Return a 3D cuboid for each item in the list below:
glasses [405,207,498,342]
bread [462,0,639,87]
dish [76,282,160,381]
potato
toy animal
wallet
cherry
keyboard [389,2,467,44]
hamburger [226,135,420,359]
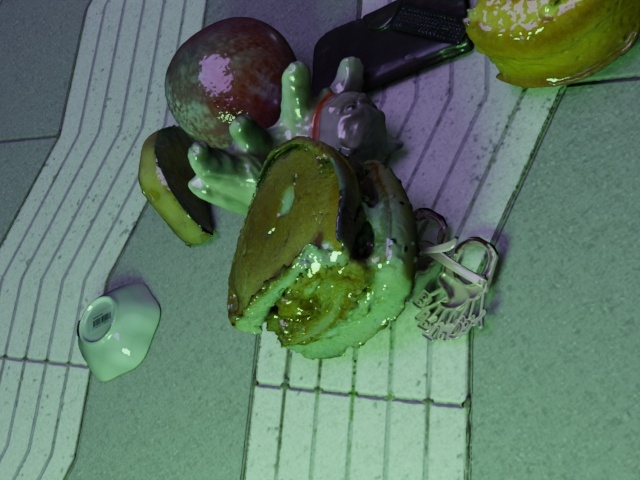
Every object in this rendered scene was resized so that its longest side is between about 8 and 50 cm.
[{"bbox_3d":[0.147,0.046,1.625,0.255,0.095,0.162,35,103,48],"label":"glasses"},{"bbox_3d":[0.372,-0.366,1.601,0.179,0.194,0.340,37,96,39],"label":"bread"},{"bbox_3d":[-0.376,0.151,2.015,0.191,0.066,0.190,-20,55,31],"label":"dish"},{"bbox_3d":[-0.275,-0.101,2.030,0.098,0.138,0.243,-34,45,26],"label":"potato"},{"bbox_3d":[-0.037,-0.134,1.785,0.188,0.308,0.266,46,125,30],"label":"toy animal"},{"bbox_3d":[0.114,-0.332,1.908,0.310,0.042,0.165,-19,56,31],"label":"wallet"},{"bbox_3d":[-0.154,-0.273,1.977,0.236,0.213,0.285,-43,54,24],"label":"cherry"},{"bbox_3d":[0.178,-0.352,1.835,0.155,0.010,0.053,23,79,42],"label":"keyboard"},{"bbox_3d":[0.000,0.000,1.645,0.318,0.195,0.276,-41,38,48],"label":"hamburger"}]
